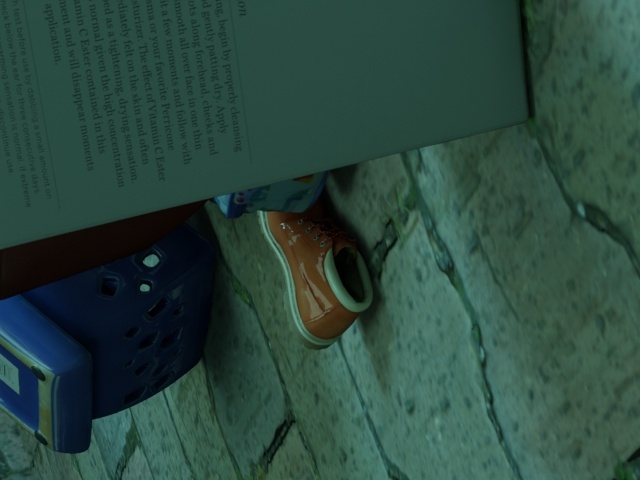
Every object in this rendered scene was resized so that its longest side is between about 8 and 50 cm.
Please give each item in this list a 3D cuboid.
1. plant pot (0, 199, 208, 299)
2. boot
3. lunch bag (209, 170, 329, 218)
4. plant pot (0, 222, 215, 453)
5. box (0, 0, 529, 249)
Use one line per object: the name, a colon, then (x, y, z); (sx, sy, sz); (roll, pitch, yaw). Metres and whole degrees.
plant pot: (-0.251, -0.096, 1.798); (0.267, 0.267, 0.235); (59, 151, 22)
boot: (0.000, 0.000, 1.571); (0.084, 0.059, 0.158); (-42, 61, 53)
lunch bag: (-0.043, -0.135, 1.503); (0.219, 0.090, 0.176); (111, 149, -53)
plant pot: (-0.266, 0.065, 2.018); (0.236, 0.212, 0.236); (37, 151, 16)
box: (-0.077, -0.137, 1.203); (0.215, 0.345, 0.168); (-142, 41, -62)
